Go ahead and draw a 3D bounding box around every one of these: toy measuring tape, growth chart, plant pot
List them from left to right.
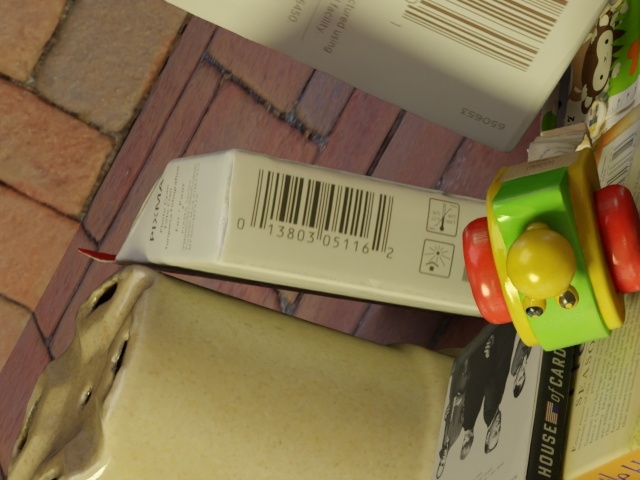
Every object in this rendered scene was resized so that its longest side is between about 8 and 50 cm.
[{"bbox_3d":[-0.065,0.179,1.463,0.334,0.305,0.334,-49,25,33],"label":"plant pot"},{"bbox_3d":[0.161,-0.001,1.224,0.121,0.121,0.330,-57,-3,16],"label":"toy measuring tape"},{"bbox_3d":[0.224,-0.129,1.463,0.237,0.021,0.172,128,150,-60],"label":"growth chart"}]

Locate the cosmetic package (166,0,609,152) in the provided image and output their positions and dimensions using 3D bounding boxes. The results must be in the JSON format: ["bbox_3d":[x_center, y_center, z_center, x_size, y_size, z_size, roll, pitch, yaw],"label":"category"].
[{"bbox_3d":[0.109,-0.356,1.508,0.329,0.327,0.393,117,176,-47],"label":"cosmetic package"}]

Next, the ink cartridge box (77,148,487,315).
[{"bbox_3d":[0.000,0.000,1.510,0.385,0.308,0.091,-176,96,-67],"label":"ink cartridge box"}]

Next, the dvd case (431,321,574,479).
[{"bbox_3d":[0.121,0.147,1.282,0.179,0.030,0.238,125,161,-53],"label":"dvd case"}]

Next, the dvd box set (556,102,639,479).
[{"bbox_3d":[0.252,0.002,1.156,0.420,0.062,0.307,133,157,-64],"label":"dvd box set"}]
